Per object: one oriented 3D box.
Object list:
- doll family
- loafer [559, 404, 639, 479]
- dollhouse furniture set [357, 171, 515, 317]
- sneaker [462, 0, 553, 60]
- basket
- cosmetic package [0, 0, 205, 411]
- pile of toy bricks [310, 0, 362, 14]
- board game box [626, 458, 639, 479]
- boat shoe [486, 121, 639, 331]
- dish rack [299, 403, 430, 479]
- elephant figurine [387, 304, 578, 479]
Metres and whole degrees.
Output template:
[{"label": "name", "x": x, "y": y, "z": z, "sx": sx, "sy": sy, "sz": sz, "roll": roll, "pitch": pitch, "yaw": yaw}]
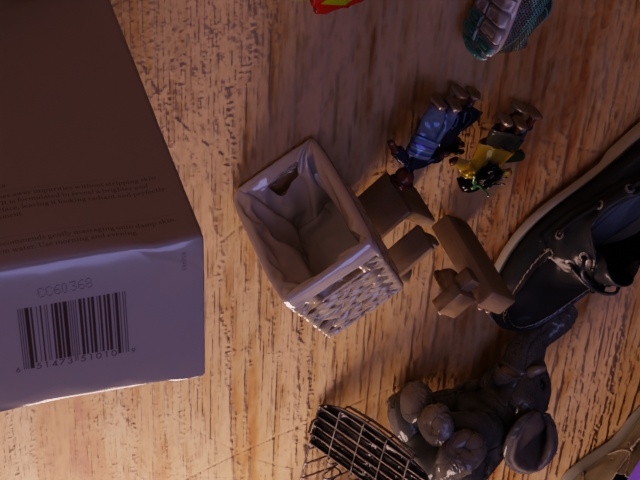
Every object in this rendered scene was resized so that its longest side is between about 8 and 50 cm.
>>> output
[{"label": "doll family", "x": 0.148, "y": -0.098, "z": 1.712, "sx": 0.193, "sy": 0.076, "sz": 0.111, "roll": 15, "pitch": 126, "yaw": -27}, {"label": "loafer", "x": 0.433, "y": 0.292, "z": 2.162, "sx": 0.251, "sy": 0.087, "sz": 0.094, "roll": -45, "pitch": 132, "yaw": 17}, {"label": "dollhouse furniture set", "x": 0.099, "y": 0.035, "z": 1.772, "sx": 0.123, "sy": 0.144, "sz": 0.151, "roll": -41, "pitch": 147, "yaw": 20}, {"label": "sneaker", "x": 0.206, "y": -0.254, "z": 1.616, "sx": 0.076, "sy": 0.065, "sz": 0.166, "roll": -4, "pitch": 135, "yaw": -43}, {"label": "basket", "x": 0.000, "y": 0.000, "z": 1.668, "sx": 0.113, "sy": 0.167, "sz": 0.103, "roll": -35, "pitch": 140, "yaw": 8}, {"label": "cosmetic package", "x": -0.243, "y": -0.050, "z": 1.362, "sx": 0.217, "sy": 0.385, "sz": 0.156, "roll": -9, "pitch": 131, "yaw": -14}, {"label": "pile of toy bricks", "x": -0.052, "y": -0.261, "z": 1.473, "sx": 0.212, "sy": 0.118, "sz": 0.105, "roll": -4, "pitch": 161, "yaw": -42}, {"label": "board game box", "x": 0.541, "y": 0.276, "z": 2.122, "sx": 0.347, "sy": 0.078, "sz": 0.233, "roll": -12, "pitch": 136, "yaw": -43}, {"label": "boat shoe", "x": 0.326, "y": 0.001, "z": 1.843, "sx": 0.340, "sy": 0.113, "sz": 0.127, "roll": -43, "pitch": 133, "yaw": 16}, {"label": "dish rack", "x": 0.053, "y": 0.331, "z": 1.959, "sx": 0.074, "sy": 0.208, "sz": 0.271, "roll": -20, "pitch": 132, "yaw": -45}, {"label": "elephant figurine", "x": 0.216, "y": 0.210, "z": 1.964, "sx": 0.239, "sy": 0.169, "sz": 0.186, "roll": -21, "pitch": 166, "yaw": -27}]
